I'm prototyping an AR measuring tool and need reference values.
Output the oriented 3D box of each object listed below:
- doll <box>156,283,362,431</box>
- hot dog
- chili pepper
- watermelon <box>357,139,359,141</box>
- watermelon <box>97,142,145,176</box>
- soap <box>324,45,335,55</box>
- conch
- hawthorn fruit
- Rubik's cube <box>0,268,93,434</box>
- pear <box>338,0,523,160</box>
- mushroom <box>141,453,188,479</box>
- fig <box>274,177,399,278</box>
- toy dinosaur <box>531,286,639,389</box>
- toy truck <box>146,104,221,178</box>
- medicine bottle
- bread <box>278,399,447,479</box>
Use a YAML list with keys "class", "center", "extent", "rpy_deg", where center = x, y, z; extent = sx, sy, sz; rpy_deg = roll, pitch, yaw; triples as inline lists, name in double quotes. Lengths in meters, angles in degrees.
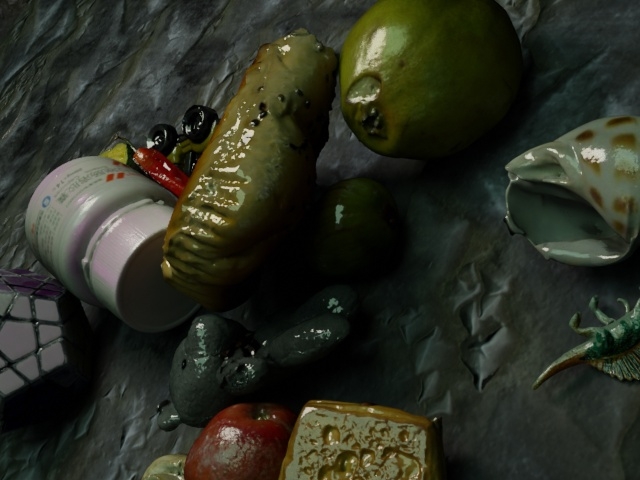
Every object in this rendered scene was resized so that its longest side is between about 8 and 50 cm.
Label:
- class: "doll"
  center: [-0.101, 0.148, 1.123]
  extent: [0.340, 0.158, 0.246]
  rpy_deg: [-35, 10, 30]
- class: "hot dog"
  center: [-0.106, -0.073, 1.172]
  extent: [0.365, 0.196, 0.367]
  rpy_deg: [-64, 0, -35]
- class: "chili pepper"
  center: [-0.292, -0.122, 1.456]
  extent: [0.268, 0.059, 0.050]
  rpy_deg: [40, 99, 12]
- class: "watermelon"
  center: [0.139, -0.283, 1.344]
  extent: [0.119, 0.063, 0.245]
  rpy_deg: [-7, 59, 59]
- class: "watermelon"
  center: [-0.468, -0.098, 1.653]
  extent: [0.232, 0.127, 0.204]
  rpy_deg: [-48, 35, -5]
- class: "soap"
  center: [-0.031, -0.347, 1.537]
  extent: [0.140, 0.045, 0.089]
  rpy_deg: [-13, 49, 33]
- class: "conch"
  center: [0.370, -0.059, 0.912]
  extent: [0.275, 0.183, 0.149]
  rpy_deg: [23, 34, 40]
- class: "hawthorn fruit"
  center: [-0.090, 0.300, 1.016]
  extent: [0.173, 0.173, 0.173]
  rpy_deg: [-22, 48, 27]
- class: "Rubik's cube"
  center: [-0.584, 0.201, 1.424]
  extent: [0.319, 0.319, 0.264]
  rpy_deg: [-45, 68, 4]
- class: "pear"
  center: [0.167, -0.260, 1.158]
  extent: [0.269, 0.269, 0.321]
  rpy_deg: [4, 48, 42]
- class: "mushroom"
  center: [-0.209, 0.376, 1.096]
  extent: [0.148, 0.112, 0.148]
  rpy_deg: [-15, 59, 26]
- class: "fig"
  center: [0.000, 0.000, 1.183]
  extent: [0.259, 0.151, 0.151]
  rpy_deg: [-22, 48, 32]
- class: "toy dinosaur"
  center: [0.342, 0.122, 0.882]
  extent: [0.106, 0.044, 0.187]
  rpy_deg: [32, 81, 32]
- class: "toy truck"
  center: [-0.236, -0.161, 1.512]
  extent: [0.224, 0.147, 0.165]
  rpy_deg: [-14, 74, 36]
- class: "medicine bottle"
  center: [-0.364, 0.006, 1.395]
  extent: [0.325, 0.256, 0.256]
  rpy_deg: [30, 81, 40]
- class: "bread"
  center: [0.053, 0.315, 0.908]
  extent: [0.210, 0.099, 0.235]
  rpy_deg: [1, 68, 22]
